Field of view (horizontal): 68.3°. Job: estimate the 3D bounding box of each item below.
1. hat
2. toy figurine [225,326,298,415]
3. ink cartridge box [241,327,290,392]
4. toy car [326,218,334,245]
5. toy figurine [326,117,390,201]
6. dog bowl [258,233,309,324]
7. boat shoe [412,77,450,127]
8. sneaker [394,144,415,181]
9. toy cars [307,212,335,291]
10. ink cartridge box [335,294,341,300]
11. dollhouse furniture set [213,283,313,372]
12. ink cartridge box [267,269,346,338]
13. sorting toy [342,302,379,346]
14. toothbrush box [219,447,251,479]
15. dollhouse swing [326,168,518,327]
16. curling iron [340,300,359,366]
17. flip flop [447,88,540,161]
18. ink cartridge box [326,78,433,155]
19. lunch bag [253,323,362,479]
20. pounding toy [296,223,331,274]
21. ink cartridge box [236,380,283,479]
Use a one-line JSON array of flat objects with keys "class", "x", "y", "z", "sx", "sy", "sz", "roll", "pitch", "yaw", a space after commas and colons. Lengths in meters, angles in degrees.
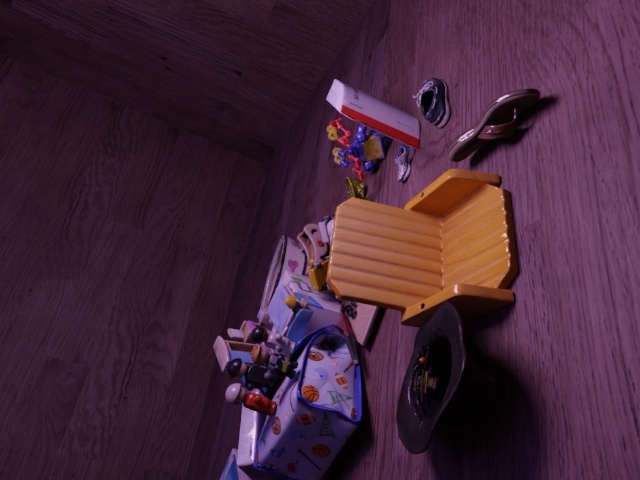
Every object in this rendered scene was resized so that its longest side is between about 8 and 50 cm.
[{"class": "hat", "x": 0.267, "y": 0.292, "z": 0.959, "sx": 0.331, "sy": 0.134, "sz": 0.331, "roll": -162, "pitch": 90, "yaw": -90}, {"class": "toy figurine", "x": -0.173, "y": 0.367, "z": 1.360, "sx": 0.209, "sy": 0.148, "sz": 0.213, "roll": -61, "pitch": 13, "yaw": 13}, {"class": "ink cartridge box", "x": -0.187, "y": 0.497, "z": 1.909, "sx": 0.168, "sy": 0.171, "sz": 0.232, "roll": 7, "pitch": 78, "yaw": 70}, {"class": "toy car", "x": 0.112, "y": -0.005, "z": 1.700, "sx": 0.182, "sy": 0.159, "sz": 0.136, "roll": -102, "pitch": 1, "yaw": -56}, {"class": "toy figurine", "x": 0.191, "y": -0.314, "z": 1.795, "sx": 0.191, "sy": 0.217, "sz": 0.362, "roll": 39, "pitch": 152, "yaw": 55}, {"class": "dog bowl", "x": -0.146, "y": 0.187, "z": 2.066, "sx": 0.408, "sy": 0.151, "sz": 0.407, "roll": -164, "pitch": 90, "yaw": -81}, {"class": "boat shoe", "x": 0.360, "y": -0.465, "z": 1.552, "sx": 0.095, "sy": 0.079, "sz": 0.254, "roll": -49, "pitch": 28, "yaw": 46}, {"class": "sneaker", "x": 0.276, "y": -0.264, "z": 1.608, "sx": 0.052, "sy": 0.058, "sz": 0.135, "roll": -21, "pitch": 52, "yaw": 65}, {"class": "toy cars", "x": 0.014, "y": 0.036, "z": 1.782, "sx": 0.087, "sy": 0.176, "sz": 0.393, "roll": -10, "pitch": 50, "yaw": 30}, {"class": "ink cartridge box", "x": 0.092, "y": 0.158, "z": 1.720, "sx": 0.115, "sy": 0.029, "sz": 0.062, "roll": -58, "pitch": 21, "yaw": 27}, {"class": "dollhouse furniture set", "x": -0.206, "y": 0.252, "z": 1.568, "sx": 0.303, "sy": 0.198, "sz": 0.286, "roll": -65, "pitch": 33, "yaw": 14}, {"class": "ink cartridge box", "x": -0.062, "y": 0.270, "z": 1.763, "sx": 0.197, "sy": 0.198, "sz": 0.270, "roll": -66, "pitch": 20, "yaw": 12}, {"class": "sorting toy", "x": 0.144, "y": 0.223, "z": 1.513, "sx": 0.208, "sy": 0.038, "sz": 0.192, "roll": -161, "pitch": 91, "yaw": -75}, {"class": "toothbrush box", "x": -0.330, "y": 1.013, "z": 1.845, "sx": 0.295, "sy": 0.126, "sz": 0.216, "roll": -68, "pitch": 19, "yaw": 7}, {"class": "dollhouse swing", "x": 0.225, "y": -0.009, "z": 1.118, "sx": 0.315, "sy": 0.305, "sz": 0.346, "roll": -44, "pitch": 31, "yaw": 52}, {"class": "curling iron", "x": 0.092, "y": 0.283, "z": 1.472, "sx": 0.274, "sy": 0.035, "sz": 0.068, "roll": -93, "pitch": 26, "yaw": -56}, {"class": "flip flop", "x": 0.426, "y": -0.268, "z": 1.163, "sx": 0.277, "sy": 0.112, "sz": 0.080, "roll": -44, "pitch": 57, "yaw": 47}, {"class": "ink cartridge box", "x": 0.203, "y": -0.420, "z": 1.583, "sx": 0.091, "sy": 0.308, "sz": 0.385, "roll": -64, "pitch": 20, "yaw": 18}, {"class": "lunch bag", "x": -0.034, "y": 0.478, "z": 1.449, "sx": 0.327, "sy": 0.239, "sz": 0.385, "roll": -60, "pitch": 6, "yaw": 25}, {"class": "pounding toy", "x": 0.000, "y": 0.000, "z": 1.936, "sx": 0.155, "sy": 0.154, "sz": 0.269, "roll": -49, "pitch": 28, "yaw": 45}, {"class": "ink cartridge box", "x": -0.182, "y": 0.653, "z": 1.606, "sx": 0.330, "sy": 0.072, "sz": 0.324, "roll": -90, "pitch": -15, "yaw": -45}]
